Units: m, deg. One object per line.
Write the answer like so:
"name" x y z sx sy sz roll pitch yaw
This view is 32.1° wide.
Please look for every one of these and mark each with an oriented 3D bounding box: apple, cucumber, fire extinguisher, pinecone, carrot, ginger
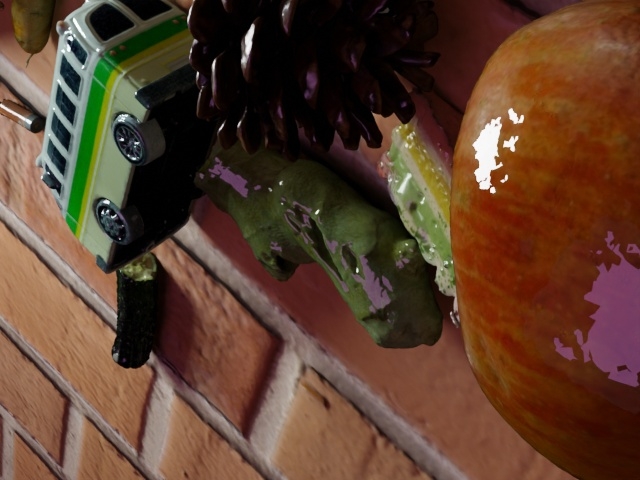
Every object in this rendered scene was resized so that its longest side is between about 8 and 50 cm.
"apple" 0.224 0.008 0.625 0.302 0.301 0.301 29 136 31
"cucumber" -0.230 0.090 1.382 0.058 0.058 0.187 37 141 22
"fire extinguisher" -0.375 -0.156 1.378 0.083 0.022 0.028 28 167 32
"pinecone" -0.003 -0.154 0.839 0.208 0.208 0.207 29 136 31
"carrot" -0.307 -0.289 1.164 0.078 0.078 0.298 39 146 20
"ginger" -0.003 -0.004 1.034 0.290 0.089 0.137 28 118 25

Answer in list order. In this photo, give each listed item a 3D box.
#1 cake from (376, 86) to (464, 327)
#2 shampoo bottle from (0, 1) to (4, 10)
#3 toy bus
"cake" 0.135 -0.015 0.906 0.225 0.090 0.109 62 150 23
"shampoo bottle" -0.393 -0.351 1.144 0.085 0.085 0.244 3 106 47
"toy bus" -0.192 -0.111 1.117 0.165 0.134 0.276 44 141 13
